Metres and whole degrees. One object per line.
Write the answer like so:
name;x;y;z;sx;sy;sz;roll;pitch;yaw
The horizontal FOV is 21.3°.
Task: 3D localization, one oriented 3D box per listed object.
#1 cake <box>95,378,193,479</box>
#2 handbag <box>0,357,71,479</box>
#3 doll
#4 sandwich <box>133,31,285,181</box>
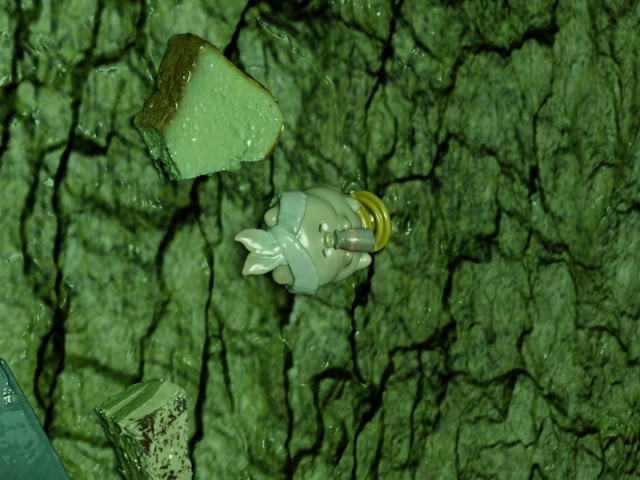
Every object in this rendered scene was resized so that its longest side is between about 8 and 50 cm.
cake;-0.112;0.165;1.136;0.055;0.051;0.140;-15;105;-39
handbag;-0.256;0.186;1.010;0.229;0.062;0.179;-39;118;-30
doll;0.000;0.000;1.186;0.127;0.084;0.073;-18;108;-46
sandwich;-0.073;-0.077;1.141;0.105;0.036;0.093;31;76;-41
